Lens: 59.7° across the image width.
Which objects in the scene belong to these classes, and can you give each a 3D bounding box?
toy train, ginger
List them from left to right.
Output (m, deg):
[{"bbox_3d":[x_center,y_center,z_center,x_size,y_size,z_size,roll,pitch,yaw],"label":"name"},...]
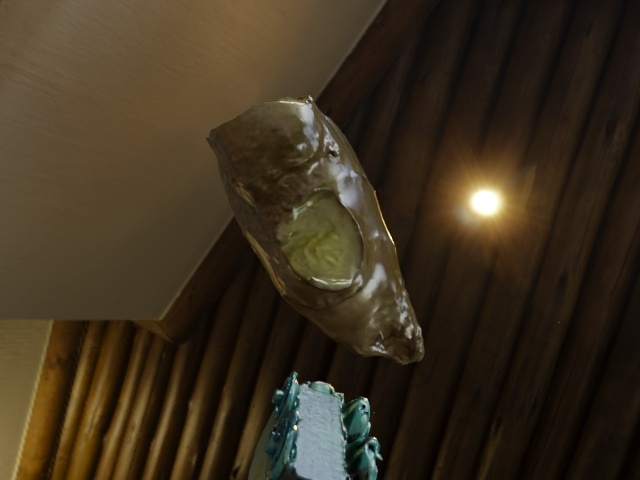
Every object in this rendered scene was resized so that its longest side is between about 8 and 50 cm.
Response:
[{"bbox_3d":[-0.016,0.229,0.558,0.107,0.198,0.154,23,-76,-7],"label":"toy train"},{"bbox_3d":[0.000,0.000,0.509,0.123,0.219,0.270,-22,-81,1],"label":"ginger"}]
